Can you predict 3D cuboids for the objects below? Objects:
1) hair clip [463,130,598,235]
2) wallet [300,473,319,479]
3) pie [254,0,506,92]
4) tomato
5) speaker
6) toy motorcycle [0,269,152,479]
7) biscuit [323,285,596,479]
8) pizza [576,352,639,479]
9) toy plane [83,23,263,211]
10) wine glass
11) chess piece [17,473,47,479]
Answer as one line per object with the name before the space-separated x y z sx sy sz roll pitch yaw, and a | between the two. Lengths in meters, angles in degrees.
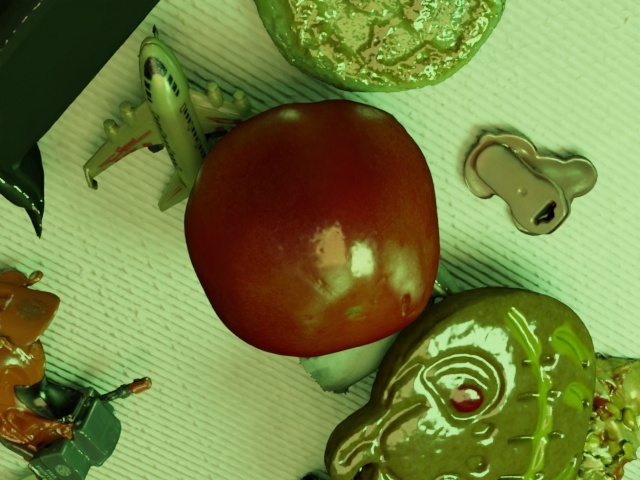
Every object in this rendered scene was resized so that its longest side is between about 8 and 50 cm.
hair clip | 0.242 -0.072 1.590 0.138 0.102 0.123 40 112 10
wallet | 0.127 0.451 1.809 0.379 0.190 0.046 42 80 -25
pie | 0.064 -0.289 1.421 0.302 0.067 0.303 -3 120 -5
tomato | 0.000 0.000 1.444 0.298 0.226 0.299 -16 139 -14
speaker | -0.254 -0.210 1.382 0.184 0.180 0.388 32 114 -29
toy motorcycle | -0.357 0.160 1.616 0.221 0.148 0.326 -21 121 33
biscuit | 0.173 0.247 1.612 0.350 0.070 0.394 -6 112 -22
pizza | 0.384 0.260 1.781 0.287 0.074 0.251 2 123 -5
toy plane | -0.153 -0.127 1.470 0.241 0.104 0.256 -11 132 4
wine glass | 0.065 0.090 1.621 0.204 0.111 0.111 -43 116 13
chess piece | -0.395 0.460 1.808 0.138 0.124 0.307 0 131 -42
